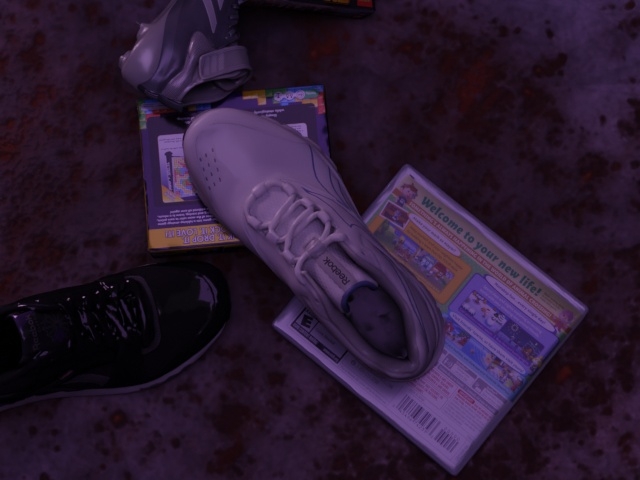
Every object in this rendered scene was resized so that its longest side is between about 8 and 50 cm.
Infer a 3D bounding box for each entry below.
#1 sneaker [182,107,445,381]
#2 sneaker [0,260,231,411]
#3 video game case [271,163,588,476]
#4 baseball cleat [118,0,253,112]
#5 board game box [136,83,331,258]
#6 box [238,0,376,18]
[{"bbox_3d":[0.000,0.000,1.390,0.297,0.129,0.111,45,93,-2],"label":"sneaker"},{"bbox_3d":[-0.212,0.087,1.419,0.283,0.124,0.107,-18,82,-4],"label":"sneaker"},{"bbox_3d":[0.098,0.069,1.477,0.212,0.023,0.193,39,83,6],"label":"video game case"},{"bbox_3d":[-0.091,-0.196,1.482,0.109,0.072,0.206,32,68,4],"label":"baseball cleat"},{"bbox_3d":[-0.074,-0.062,1.484,0.170,0.048,0.141,-4,83,-2],"label":"board game box"},{"bbox_3d":[-0.015,-0.253,1.491,0.137,0.027,0.094,0,80,-36],"label":"box"}]
